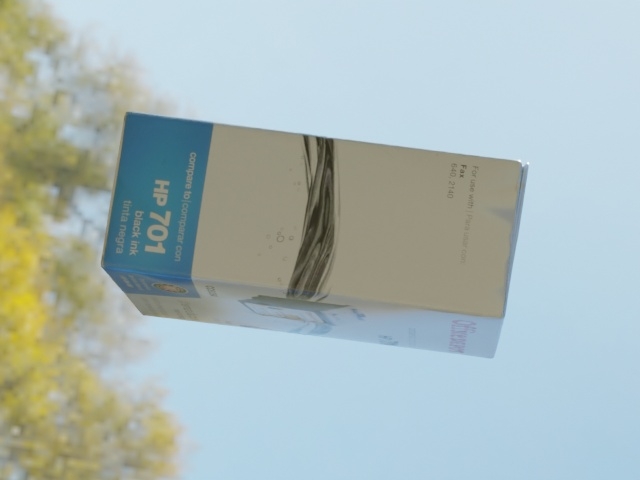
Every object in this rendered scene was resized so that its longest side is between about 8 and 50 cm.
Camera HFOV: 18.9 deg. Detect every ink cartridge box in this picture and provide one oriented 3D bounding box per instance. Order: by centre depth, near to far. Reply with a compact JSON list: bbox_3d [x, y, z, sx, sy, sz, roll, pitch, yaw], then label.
[{"bbox_3d":[0.000,0.000,0.946,0.139,0.190,0.082,74,25,-78],"label":"ink cartridge box"}]
